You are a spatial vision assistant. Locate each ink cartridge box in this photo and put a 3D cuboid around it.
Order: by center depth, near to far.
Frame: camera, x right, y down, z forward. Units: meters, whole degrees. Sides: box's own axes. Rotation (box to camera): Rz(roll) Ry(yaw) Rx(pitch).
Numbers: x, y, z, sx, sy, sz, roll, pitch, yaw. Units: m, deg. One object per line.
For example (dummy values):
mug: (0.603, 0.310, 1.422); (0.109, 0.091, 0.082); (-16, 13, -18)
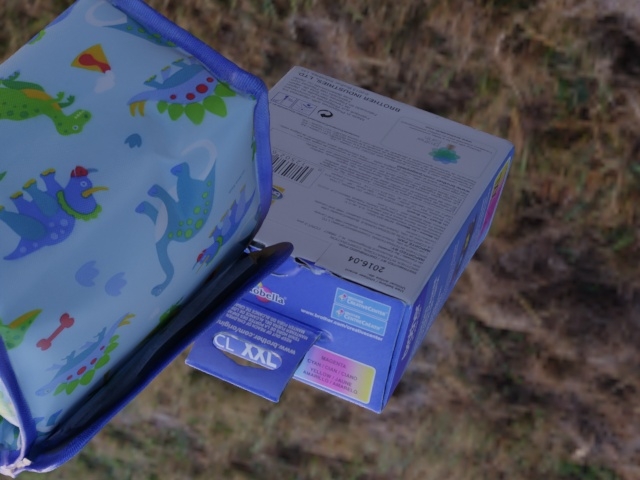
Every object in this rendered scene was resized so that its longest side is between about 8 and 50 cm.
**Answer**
ink cartridge box: (0.000, 0.000, 1.419); (0.270, 0.395, 0.151); (21, 125, 13)

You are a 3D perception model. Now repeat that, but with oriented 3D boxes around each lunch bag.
lunch bag: (-0.082, 0.009, 0.502); (0.096, 0.129, 0.151); (38, 154, 20)
